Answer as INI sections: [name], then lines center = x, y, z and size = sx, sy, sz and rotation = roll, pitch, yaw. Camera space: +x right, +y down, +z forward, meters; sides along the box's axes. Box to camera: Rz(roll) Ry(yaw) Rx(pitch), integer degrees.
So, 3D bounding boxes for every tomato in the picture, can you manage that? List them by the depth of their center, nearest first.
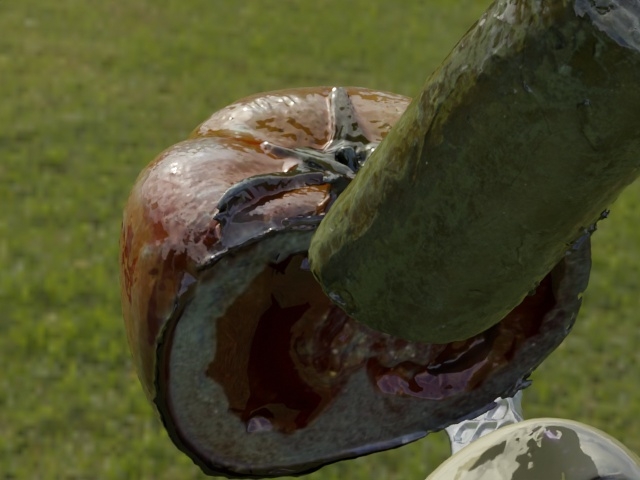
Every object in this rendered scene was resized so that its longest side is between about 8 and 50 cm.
[tomato]
center = 0.000, 0.000, 0.940
size = 0.214, 0.181, 0.155
rotation = -8, 39, -21

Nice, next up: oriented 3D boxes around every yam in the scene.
[yam]
center = 0.037, -0.017, 0.363
size = 0.043, 0.094, 0.043
rotation = 20, 43, -20

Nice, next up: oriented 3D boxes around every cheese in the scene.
[cheese]
center = 0.078, 0.147, 0.988
size = 0.163, 0.071, 0.249
rotation = -44, 22, -4
